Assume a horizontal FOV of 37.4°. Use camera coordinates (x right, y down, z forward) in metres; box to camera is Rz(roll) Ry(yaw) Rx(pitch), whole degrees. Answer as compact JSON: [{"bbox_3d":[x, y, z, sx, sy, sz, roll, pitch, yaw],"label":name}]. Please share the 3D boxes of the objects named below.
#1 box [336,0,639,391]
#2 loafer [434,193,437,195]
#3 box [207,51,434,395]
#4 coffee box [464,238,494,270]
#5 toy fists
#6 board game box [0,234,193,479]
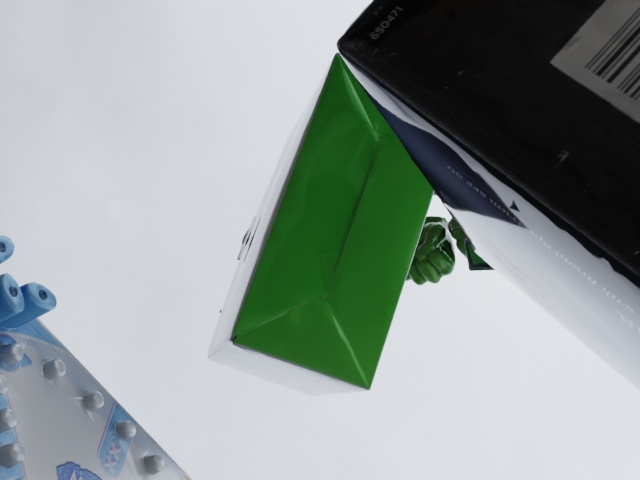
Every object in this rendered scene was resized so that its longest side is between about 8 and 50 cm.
[{"bbox_3d":[0.205,-0.015,0.481,0.183,0.294,0.296,-47,-120,1],"label":"box"},{"bbox_3d":[0.249,-0.099,1.424,0.078,0.220,0.080,-138,-129,-74],"label":"loafer"},{"bbox_3d":[0.000,0.000,0.871,0.231,0.126,0.262,134,-24,-74],"label":"box"},{"bbox_3d":[0.249,-0.015,1.047,0.113,0.184,0.040,-4,-74,39],"label":"coffee box"},{"bbox_3d":[0.269,-0.005,1.905,0.279,0.096,0.142,-26,-141,28],"label":"toy fists"},{"bbox_3d":[-0.151,0.241,0.573,0.050,0.390,0.390,-24,-149,20],"label":"board game box"}]
